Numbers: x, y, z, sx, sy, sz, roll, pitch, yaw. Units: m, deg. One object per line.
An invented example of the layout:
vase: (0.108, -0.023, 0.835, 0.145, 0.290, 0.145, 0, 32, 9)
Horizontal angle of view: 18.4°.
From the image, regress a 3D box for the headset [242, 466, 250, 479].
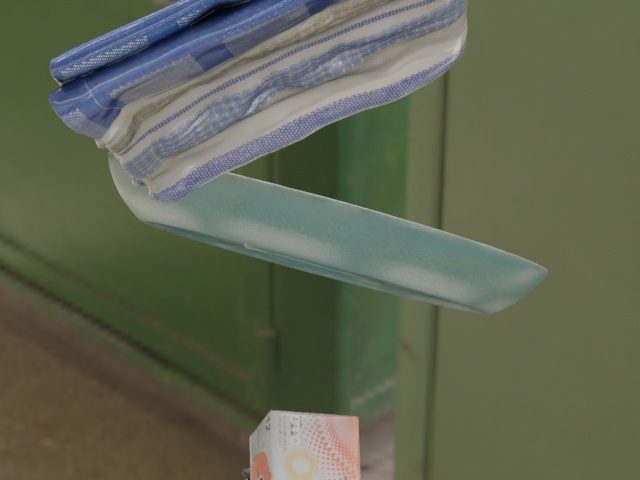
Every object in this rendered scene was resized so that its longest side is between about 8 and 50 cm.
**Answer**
headset: (0.016, 0.408, 1.942, 0.185, 0.394, 0.243, 10, 27, 37)

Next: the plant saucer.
plant saucer: (0.000, 0.000, 1.379, 0.317, 0.044, 0.317, 16, -2, 1)

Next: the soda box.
soda box: (-0.009, 0.201, 1.247, 0.063, 0.058, 0.183, 5, 65, -16)

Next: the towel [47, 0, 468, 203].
towel: (-0.019, -0.087, 0.988, 0.209, 0.034, 0.285, -25, -8, 1)
